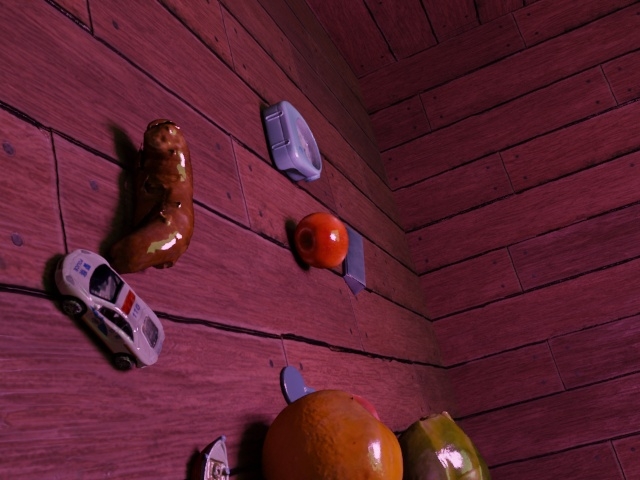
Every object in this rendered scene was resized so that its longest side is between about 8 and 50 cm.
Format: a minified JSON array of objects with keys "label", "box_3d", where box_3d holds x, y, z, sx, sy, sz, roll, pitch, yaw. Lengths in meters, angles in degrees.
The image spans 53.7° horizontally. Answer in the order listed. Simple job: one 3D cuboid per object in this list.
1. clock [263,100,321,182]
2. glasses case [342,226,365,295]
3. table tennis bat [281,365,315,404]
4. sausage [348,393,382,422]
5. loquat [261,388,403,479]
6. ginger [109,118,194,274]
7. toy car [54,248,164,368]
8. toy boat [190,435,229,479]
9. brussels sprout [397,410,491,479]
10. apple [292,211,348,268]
[{"label":"clock","box_3d":[-0.077,-0.286,1.978,0.274,0.094,0.223,41,33,-62]},{"label":"glasses case","box_3d":[0.120,0.064,2.254,0.266,0.056,0.105,-90,155,-50]},{"label":"table tennis bat","box_3d":[-0.051,0.340,1.452,0.155,0.019,0.100,36,37,-59]},{"label":"sausage","box_3d":[0.097,0.497,1.522,0.148,0.148,0.254,51,24,-48]},{"label":"loquat","box_3d":[0.020,0.426,1.167,0.275,0.275,0.274,-20,90,-74]},{"label":"ginger","box_3d":[-0.270,-0.062,1.072,0.133,0.107,0.309,71,12,-56]},{"label":"toy car","box_3d":[-0.293,0.097,0.896,0.095,0.056,0.205,-85,151,-53]},{"label":"toy boat","box_3d":[-0.159,0.389,0.971,0.069,0.059,0.172,50,26,-50]},{"label":"brussels sprout","box_3d":[0.364,0.711,1.924,0.314,0.276,0.371,65,4,32]},{"label":"apple","box_3d":[0.000,0.000,1.774,0.139,0.163,0.163,6,65,-57]}]
